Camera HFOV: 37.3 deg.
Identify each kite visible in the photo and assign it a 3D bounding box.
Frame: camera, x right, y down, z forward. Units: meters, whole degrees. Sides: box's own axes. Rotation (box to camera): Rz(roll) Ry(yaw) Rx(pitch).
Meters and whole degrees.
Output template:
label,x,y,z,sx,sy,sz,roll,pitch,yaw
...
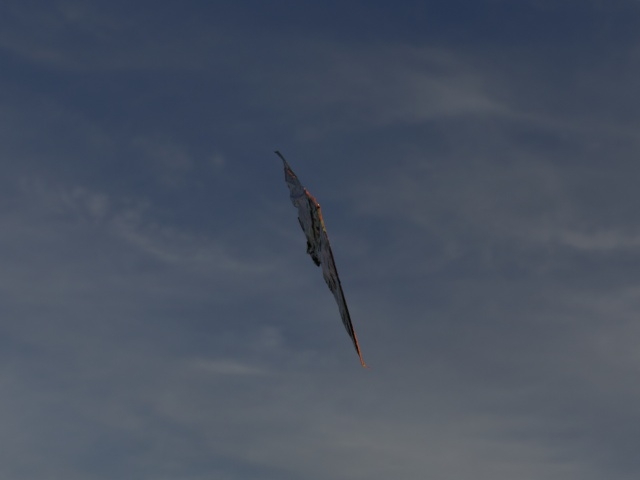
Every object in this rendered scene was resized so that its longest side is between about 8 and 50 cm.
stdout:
label,x,y,z,sx,sy,sz,roll,pitch,yaw
kite,0.000,0.000,1.165,0.016,0.321,0.234,-21,-17,-9
